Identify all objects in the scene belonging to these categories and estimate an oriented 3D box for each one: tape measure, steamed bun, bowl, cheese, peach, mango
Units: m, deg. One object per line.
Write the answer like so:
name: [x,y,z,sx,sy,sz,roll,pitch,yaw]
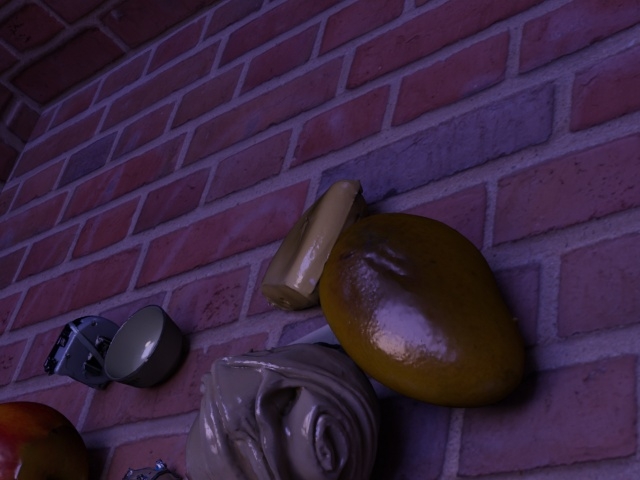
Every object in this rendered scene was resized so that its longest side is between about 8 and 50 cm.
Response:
tape measure: [-0.586,0.282,2.321,0.107,0.182,0.181,8,75,49]
steamed bun: [-0.058,0.318,1.508,0.219,0.324,0.309,120,157,-78]
bowl: [-0.411,0.268,2.192,0.211,0.112,0.211,-30,39,28]
cheese: [0.000,0.000,1.942,0.315,0.128,0.259,-56,20,-17]
peach: [-0.721,0.534,2.080,0.370,0.370,0.370,-30,38,27]
mango: [0.180,0.122,1.558,0.301,0.220,0.445,-33,47,-16]

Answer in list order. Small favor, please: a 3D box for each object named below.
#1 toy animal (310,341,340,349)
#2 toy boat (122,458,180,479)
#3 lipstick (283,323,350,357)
toy animal: [-0.028,0.309,1.685,0.082,0.137,0.269,8,66,49]
toy boat: [-0.382,0.518,1.963,0.084,0.066,0.210,-31,9,-37]
lipstick: [-0.002,0.224,1.803,0.317,0.066,0.068,-29,38,28]
